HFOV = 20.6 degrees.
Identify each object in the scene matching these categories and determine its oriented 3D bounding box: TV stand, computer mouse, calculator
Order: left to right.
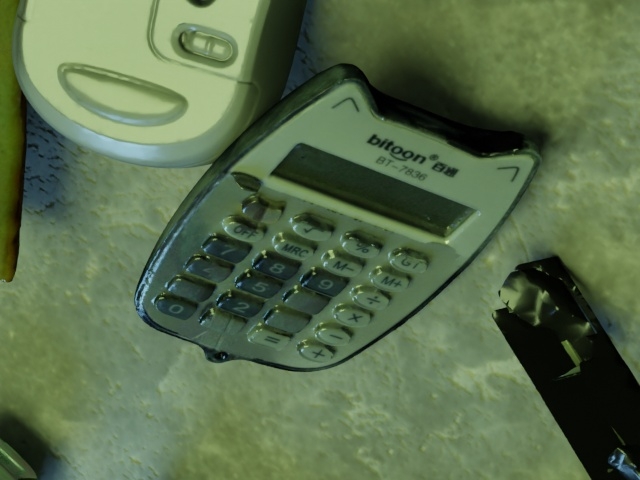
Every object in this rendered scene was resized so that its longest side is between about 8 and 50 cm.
[{"bbox_3d":[-0.077,-0.188,1.016,0.184,0.121,0.297,13,108,9],"label":"computer mouse"},{"bbox_3d":[0.000,0.000,1.054,0.177,0.040,0.268,21,131,-26],"label":"calculator"},{"bbox_3d":[0.177,0.122,1.010,0.042,0.036,0.249,-51,60,42],"label":"TV stand"}]

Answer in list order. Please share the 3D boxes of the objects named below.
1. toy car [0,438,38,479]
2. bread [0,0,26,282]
[{"bbox_3d":[-0.279,0.225,1.347,0.090,0.076,0.224,41,133,5],"label":"toy car"},{"bbox_3d":[-0.233,-0.155,1.111,0.138,0.077,0.361,46,136,48],"label":"bread"}]
